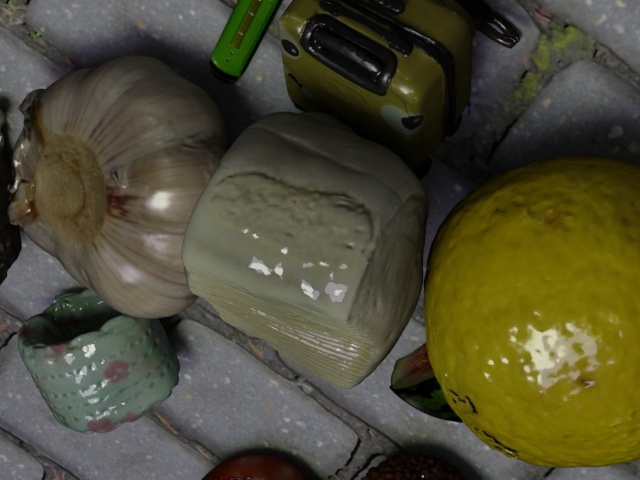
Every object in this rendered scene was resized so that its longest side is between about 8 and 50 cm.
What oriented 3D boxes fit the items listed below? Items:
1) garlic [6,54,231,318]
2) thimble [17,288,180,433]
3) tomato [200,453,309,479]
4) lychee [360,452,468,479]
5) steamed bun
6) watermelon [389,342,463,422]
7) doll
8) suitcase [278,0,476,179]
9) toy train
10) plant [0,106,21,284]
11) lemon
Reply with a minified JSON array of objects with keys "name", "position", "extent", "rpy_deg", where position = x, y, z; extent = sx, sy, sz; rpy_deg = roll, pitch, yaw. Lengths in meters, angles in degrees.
[{"name":"garlic","position":[-0.223,-0.068,1.890],"extent":[0.322,0.241,0.322],"rpy_deg":[23,136,24]},{"name":"thimble","position":[-0.303,0.156,2.125],"extent":[0.211,0.185,0.149],"rpy_deg":[18,136,57]},{"name":"tomato","position":[-0.072,0.389,2.242],"extent":[0.225,0.085,0.225],"rpy_deg":[10,128,13]},{"name":"lychee","position":[0.123,0.378,2.100],"extent":[0.188,0.188,0.188],"rpy_deg":[11,127,16]},{"name":"steamed bun","position":[0.002,-0.002,1.708],"extent":[0.247,0.236,0.383],"rpy_deg":[24,166,13]},{"name":"watermelon","position":[0.166,0.186,1.960],"extent":[0.193,0.145,0.137],"rpy_deg":[10,122,18]},{"name":"doll","position":[0.155,-0.276,1.700],"extent":[0.165,0.057,0.139],"rpy_deg":[24,132,12]},{"name":"suitcase","position":[0.066,-0.195,1.701],"extent":[0.194,0.143,0.235],"rpy_deg":[32,162,16]},{"name":"toy train","position":[-0.084,-0.253,1.824],"extent":[0.044,0.042,0.209],"rpy_deg":[32,129,1]},{"name":"plant","position":[-0.503,-0.065,2.043],"extent":[0.199,0.188,0.276],"rpy_deg":[3,124,21]},{"name":"lemon","position":[0.292,0.072,1.705],"extent":[0.387,0.350,0.350],"rpy_deg":[-17,115,29]}]
